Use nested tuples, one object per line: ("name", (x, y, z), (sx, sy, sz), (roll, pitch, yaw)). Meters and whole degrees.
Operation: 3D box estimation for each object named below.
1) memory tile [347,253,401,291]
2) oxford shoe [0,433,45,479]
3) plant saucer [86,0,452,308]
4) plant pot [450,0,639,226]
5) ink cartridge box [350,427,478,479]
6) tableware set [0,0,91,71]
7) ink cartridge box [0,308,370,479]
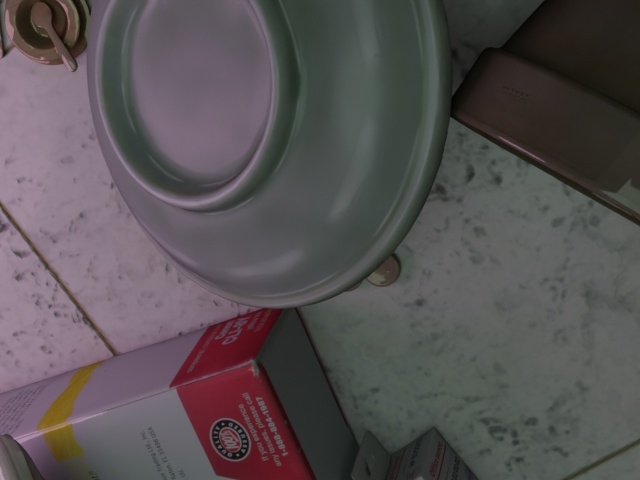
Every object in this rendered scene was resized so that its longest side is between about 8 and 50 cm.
("memory tile", (0.000, 0.000, 1.295), (0.148, 0.012, 0.113), (-8, 108, 14))
("oxford shoe", (-0.184, 0.366, 1.237), (0.130, 0.169, 0.449), (-30, 99, -21))
("plant saucer", (-0.081, -0.134, 1.107), (0.400, 0.100, 0.401), (9, 104, 39))
("plant pot", (0.302, -0.142, 1.048), (0.323, 0.323, 0.280), (29, 96, 1))
("ink cartridge box", (0.115, 0.259, 1.312), (0.061, 0.104, 0.181), (-38, 98, 21))
("tableware set", (-0.262, -0.256, 1.244), (0.128, 0.039, 0.194), (3, 110, 11))
("ink cartridge box", (-0.163, 0.258, 1.339), (0.384, 0.160, 0.279), (-18, 107, 17))
